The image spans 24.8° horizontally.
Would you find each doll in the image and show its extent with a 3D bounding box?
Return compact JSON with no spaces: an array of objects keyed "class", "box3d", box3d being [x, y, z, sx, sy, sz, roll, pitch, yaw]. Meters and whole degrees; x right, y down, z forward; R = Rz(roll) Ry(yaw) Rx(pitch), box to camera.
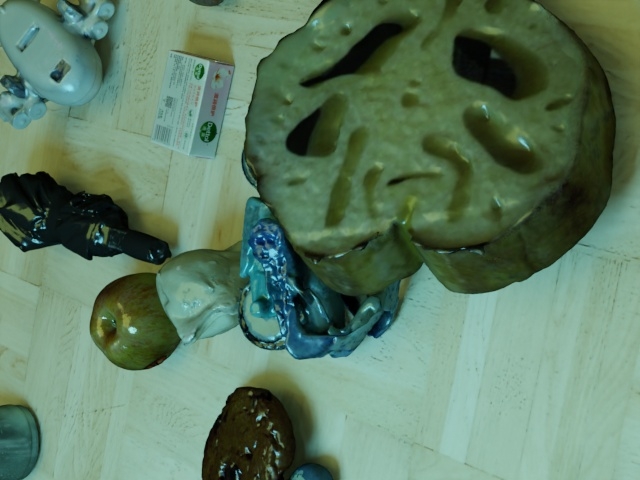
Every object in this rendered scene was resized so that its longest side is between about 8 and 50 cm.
[{"class":"doll","box3d":[-0.014,0.293,1.643,0.076,0.050,0.083,-6,83,59]}]

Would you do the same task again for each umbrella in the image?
[{"class":"umbrella","box3d":[-0.322,-0.020,1.953,0.340,0.118,0.118,19,100,41]}]

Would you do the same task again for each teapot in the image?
[{"class":"teapot","box3d":[-0.477,0.306,2.076,0.111,0.108,0.149,38,113,42]}]

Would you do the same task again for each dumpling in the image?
[{"class":"dumpling","box3d":[-0.124,0.057,1.722,0.136,0.118,0.199,-26,25,11]}]

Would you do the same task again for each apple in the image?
[{"class":"apple","box3d":[-0.233,0.099,1.846,0.126,0.102,0.126,-5,82,45]}]

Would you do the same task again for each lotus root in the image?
[{"class":"lotus root","box3d":[0.105,-0.123,1.448,0.390,0.111,0.375,10,75,32]}]

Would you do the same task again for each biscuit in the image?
[{"class":"biscuit","box3d":[-0.090,0.260,1.701,0.192,0.049,0.192,-29,55,51]}]

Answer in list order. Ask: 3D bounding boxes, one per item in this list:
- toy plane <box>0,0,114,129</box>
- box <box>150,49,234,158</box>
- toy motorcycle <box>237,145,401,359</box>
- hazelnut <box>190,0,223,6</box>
[{"class":"toy plane","box3d":[-0.375,-0.266,2.020,0.244,0.117,0.245,-11,67,29]},{"class":"box","box3d":[-0.163,-0.172,1.838,0.089,0.043,0.125,23,103,45]},{"class":"toy motorcycle","box3d":[0.000,0.000,1.593,0.206,0.154,0.260,2,88,28]},{"class":"hazelnut","box3d":[-0.145,-0.330,1.814,0.086,0.086,0.086,-5,83,45]}]
